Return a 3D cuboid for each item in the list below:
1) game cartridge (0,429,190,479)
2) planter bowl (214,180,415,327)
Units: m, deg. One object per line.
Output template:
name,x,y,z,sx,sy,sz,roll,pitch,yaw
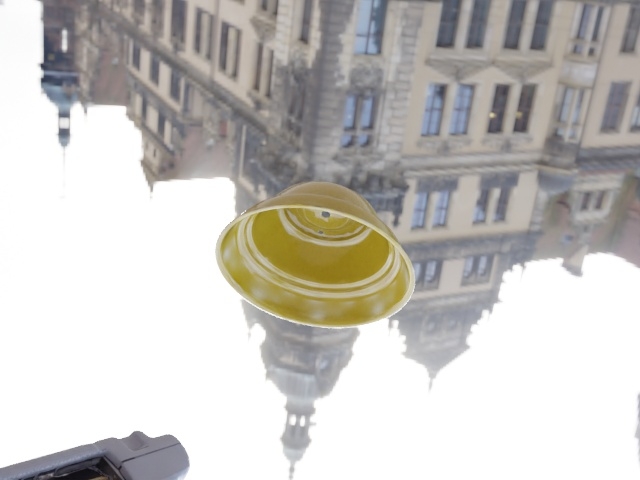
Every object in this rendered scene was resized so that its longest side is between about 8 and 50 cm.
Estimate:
game cartridge,-0.216,0.216,0.494,0.060,0.196,0.294,44,-155,25
planter bowl,0.000,0.000,0.970,0.217,0.217,0.090,9,-128,5
